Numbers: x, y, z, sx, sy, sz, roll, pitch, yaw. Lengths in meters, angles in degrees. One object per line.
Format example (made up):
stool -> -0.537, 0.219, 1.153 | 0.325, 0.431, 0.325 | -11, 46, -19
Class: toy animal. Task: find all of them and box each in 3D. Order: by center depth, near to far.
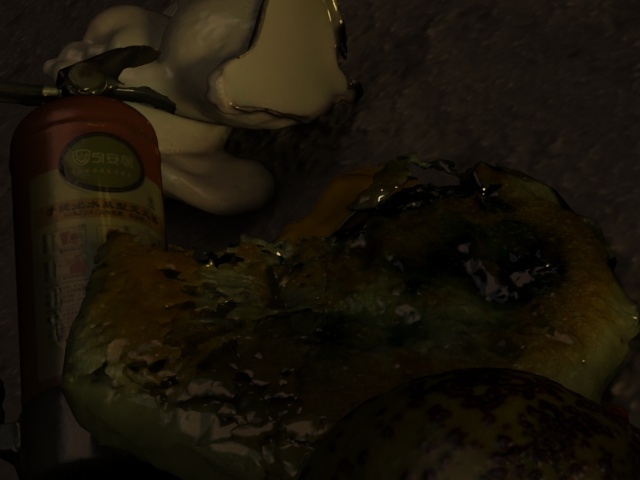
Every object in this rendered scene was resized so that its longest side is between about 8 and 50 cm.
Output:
toy animal -> -0.100, -0.147, 1.334 | 0.289, 0.174, 0.249 | 11, 65, 47

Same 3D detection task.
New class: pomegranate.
pomegranate -> 0.100, 0.150, 0.752 | 0.214, 0.214, 0.248 | -7, 17, 36

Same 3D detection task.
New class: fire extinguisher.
fire extinguisher -> -0.192, 0.000, 1.088 | 0.113, 0.200, 0.376 | -40, 46, 43

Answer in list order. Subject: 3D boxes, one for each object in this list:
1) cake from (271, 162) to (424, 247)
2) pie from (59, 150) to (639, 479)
cake -> -0.002, -0.003, 1.138 | 0.185, 0.079, 0.116 | -38, 35, 1
pie -> 0.025, 0.054, 0.954 | 0.371, 0.078, 0.296 | -18, 39, -20
